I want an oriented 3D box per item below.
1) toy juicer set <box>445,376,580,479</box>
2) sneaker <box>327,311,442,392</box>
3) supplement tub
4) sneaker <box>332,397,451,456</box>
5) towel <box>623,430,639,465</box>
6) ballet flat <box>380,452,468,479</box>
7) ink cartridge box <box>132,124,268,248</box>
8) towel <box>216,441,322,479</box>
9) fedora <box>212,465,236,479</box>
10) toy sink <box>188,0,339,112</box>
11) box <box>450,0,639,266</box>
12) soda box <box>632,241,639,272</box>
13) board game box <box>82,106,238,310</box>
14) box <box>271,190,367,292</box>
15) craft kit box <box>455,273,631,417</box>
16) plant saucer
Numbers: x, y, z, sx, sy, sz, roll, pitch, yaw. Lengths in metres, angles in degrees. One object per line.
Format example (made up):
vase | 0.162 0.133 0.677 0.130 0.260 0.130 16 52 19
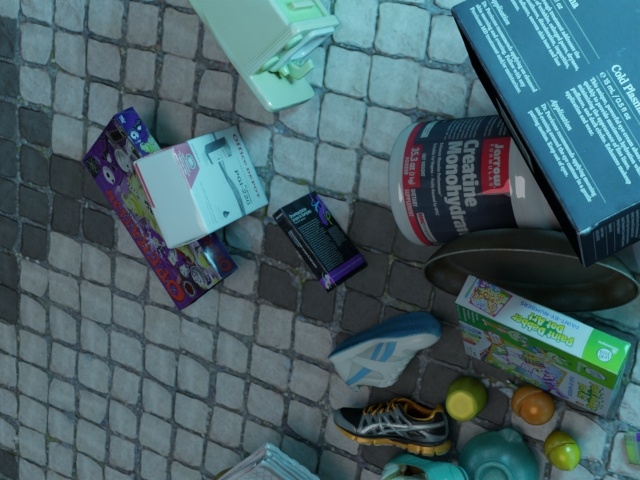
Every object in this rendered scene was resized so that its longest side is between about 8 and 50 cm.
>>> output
toy juicer set | 0.329 0.382 1.658 0.209 0.089 0.329 -8 94 18
sneaker | 0.122 0.191 1.710 0.228 0.087 0.092 -25 100 40
supplement tub | 0.254 -0.089 1.472 0.272 0.191 0.191 -2 105 30
sneaker | 0.125 0.312 1.749 0.215 0.084 0.083 6 107 17
towel | 0.521 0.327 1.571 0.083 0.009 0.060 -6 104 31
ballet flat | 0.150 0.408 1.699 0.247 0.087 0.083 -21 78 62
ink cartridge box | -0.198 -0.095 1.705 0.092 0.218 0.159 -19 97 27
towel | -0.071 0.553 1.882 0.332 0.053 0.317 38 123 -13
fedora | -0.112 0.471 1.916 0.194 0.079 0.194 5 124 8
toy sink | -0.071 -0.342 1.592 0.131 0.153 0.234 -36 86 32
box | 0.385 -0.197 1.247 0.312 0.179 0.343 -27 69 9
soda box | 0.468 -0.091 1.412 0.098 0.091 0.286 -15 99 30
board game box | -0.300 -0.052 1.839 0.347 0.056 0.208 56 149 2
box | 0.000 0.000 1.688 0.029 0.116 0.162 -36 86 34
craft kit box | 0.330 0.162 1.503 0.246 0.250 0.061 21 72 20
plant saucer | 0.305 0.043 1.463 0.310 0.310 0.050 -3 69 30
